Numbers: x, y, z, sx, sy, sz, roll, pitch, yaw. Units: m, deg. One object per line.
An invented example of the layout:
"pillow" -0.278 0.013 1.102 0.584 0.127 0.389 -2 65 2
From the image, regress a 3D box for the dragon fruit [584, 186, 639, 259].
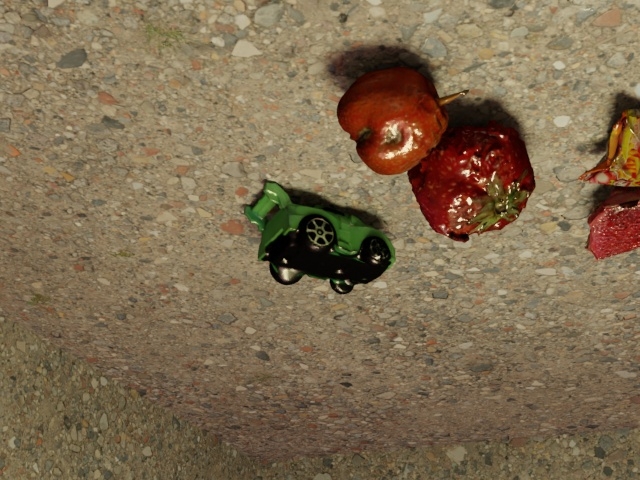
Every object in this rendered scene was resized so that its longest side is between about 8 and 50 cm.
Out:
"dragon fruit" 0.713 -0.076 1.878 0.274 0.126 0.161 -22 132 37

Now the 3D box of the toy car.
"toy car" 0.000 0.000 2.022 0.359 0.176 0.213 12 149 -22

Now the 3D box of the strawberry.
"strawberry" 0.303 -0.140 1.727 0.274 0.220 0.274 -22 137 -22

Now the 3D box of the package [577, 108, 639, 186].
"package" 0.693 -0.193 1.694 0.288 0.108 0.223 -1 145 -7

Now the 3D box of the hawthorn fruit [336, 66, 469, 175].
"hawthorn fruit" 0.166 -0.240 1.575 0.243 0.207 0.207 -21 143 19
